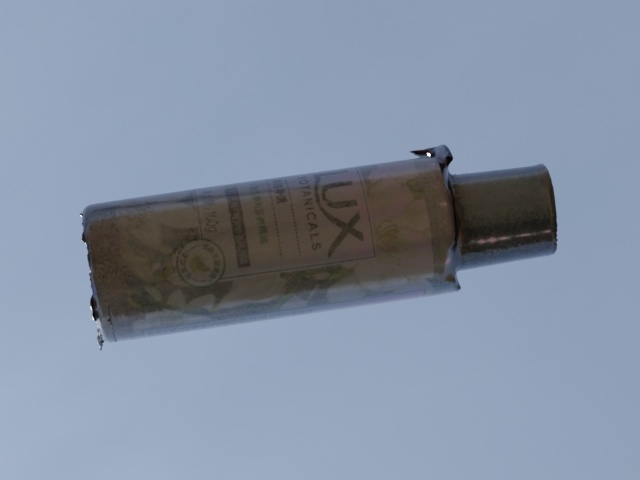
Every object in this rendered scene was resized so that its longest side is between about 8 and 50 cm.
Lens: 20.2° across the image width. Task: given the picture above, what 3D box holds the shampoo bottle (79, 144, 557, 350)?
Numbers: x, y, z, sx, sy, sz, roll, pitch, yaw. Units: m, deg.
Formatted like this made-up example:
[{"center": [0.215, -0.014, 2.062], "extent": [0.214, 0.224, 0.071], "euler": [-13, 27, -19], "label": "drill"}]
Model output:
[{"center": [0.000, 0.000, 0.821], "extent": [0.214, 0.072, 0.072], "euler": [-8, -98, -5], "label": "shampoo bottle"}]
